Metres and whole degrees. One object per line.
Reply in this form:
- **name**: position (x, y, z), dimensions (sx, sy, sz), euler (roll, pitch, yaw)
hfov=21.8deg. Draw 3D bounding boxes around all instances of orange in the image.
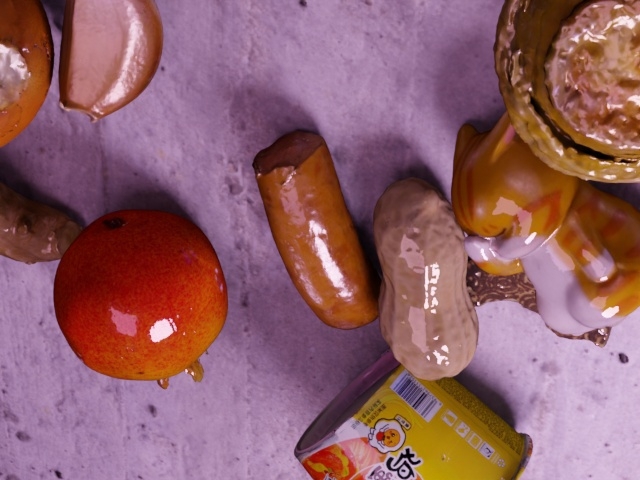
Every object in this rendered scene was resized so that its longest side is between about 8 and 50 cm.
- **orange**: position (-0.424, -0.213, 1.907), dimensions (0.240, 0.240, 0.240), euler (13, 132, 15)

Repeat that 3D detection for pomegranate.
- **pomegranate**: position (-0.218, 0.083, 2.078), dimensions (0.221, 0.221, 0.256), euler (-4, 133, 28)

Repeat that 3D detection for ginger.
- **ginger**: position (-0.503, -0.088, 2.113), dimensions (0.363, 0.122, 0.348), euler (30, 173, 36)

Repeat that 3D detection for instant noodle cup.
- **instant noodle cup**: position (0.104, 0.266, 2.054), dimensions (0.200, 0.264, 0.264), euler (46, 132, -5)

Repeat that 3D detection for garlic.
- **garlic**: position (-0.248, -0.248, 1.883), dimensions (0.115, 0.128, 0.206), euler (52, 148, 44)

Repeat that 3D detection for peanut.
- **peanut**: position (0.116, 0.044, 1.941), dimensions (0.124, 0.123, 0.256), euler (0, 116, 26)

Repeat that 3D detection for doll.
- **doll**: position (0.255, -0.013, 1.803), dimensions (0.270, 0.162, 0.167), euler (37, 155, -14)

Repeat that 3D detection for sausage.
- **sausage**: position (0.002, 0.000, 1.975), dimensions (0.109, 0.109, 0.270), euler (-3, 128, 28)

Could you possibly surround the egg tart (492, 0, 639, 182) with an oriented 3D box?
- **egg tart**: position (0.302, -0.181, 1.628), dimensions (0.294, 0.123, 0.294), euler (5, 115, 11)

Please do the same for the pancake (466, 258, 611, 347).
- **pancake**: position (0.257, 0.073, 1.969), dimensions (0.190, 0.020, 0.184), euler (42, 132, -10)
